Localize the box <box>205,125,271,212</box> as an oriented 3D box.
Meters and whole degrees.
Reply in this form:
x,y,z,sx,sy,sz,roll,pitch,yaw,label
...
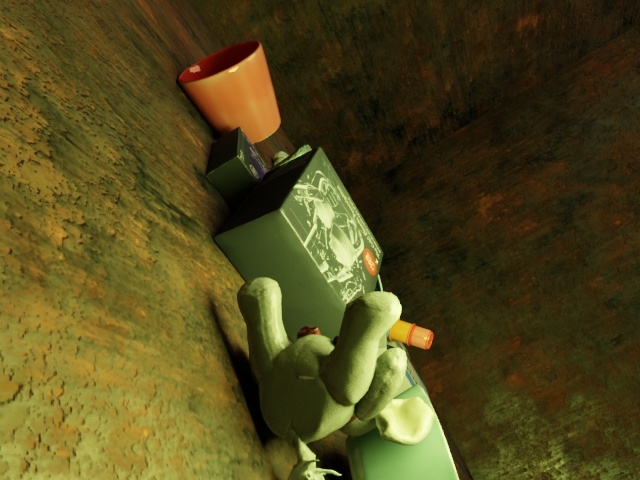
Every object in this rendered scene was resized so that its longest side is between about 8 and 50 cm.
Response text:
x,y,z,sx,sy,sz,roll,pitch,yaw,label
-0.210,-0.179,1.229,0.184,0.103,0.261,52,11,-29,box

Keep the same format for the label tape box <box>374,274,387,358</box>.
x,y,z,sx,sy,sz,roll,pitch,yaw,label
0.116,0.212,1.285,0.249,0.115,0.347,-97,179,-55,label tape box

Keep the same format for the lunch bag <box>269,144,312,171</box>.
x,y,z,sx,sy,sz,roll,pitch,yaw,label
-0.116,-0.232,1.589,0.107,0.224,0.279,55,15,-11,lunch bag

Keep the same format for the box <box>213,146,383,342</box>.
x,y,z,sx,sy,sz,roll,pitch,yaw,label
-0.023,0.016,1.048,0.343,0.179,0.312,57,31,-23,box

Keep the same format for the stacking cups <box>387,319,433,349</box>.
x,y,z,sx,sy,sz,roll,pitch,yaw,label
0.218,0.298,1.532,0.317,0.095,0.096,16,-18,30,stacking cups

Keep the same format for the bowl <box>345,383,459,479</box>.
x,y,z,sx,sy,sz,roll,pitch,yaw,label
0.144,0.437,0.820,0.311,0.163,0.311,166,-90,-90,bowl

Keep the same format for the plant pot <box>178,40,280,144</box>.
x,y,z,sx,sy,sz,roll,pitch,yaw,label
-0.255,-0.438,1.385,0.274,0.275,0.243,-109,175,-53,plant pot

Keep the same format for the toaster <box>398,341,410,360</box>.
x,y,z,sx,sy,sz,roll,pitch,yaw,label
0.280,0.464,1.820,0.146,0.129,0.226,-114,-177,-48,toaster

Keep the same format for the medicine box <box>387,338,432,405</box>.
x,y,z,sx,sy,sz,roll,pitch,yaw,label
0.252,0.491,1.511,0.263,0.149,0.289,59,7,-7,medicine box

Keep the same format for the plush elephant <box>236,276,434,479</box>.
x,y,z,sx,sy,sz,roll,pitch,yaw,label
0.035,0.229,0.741,0.255,0.272,0.329,16,72,-60,plush elephant

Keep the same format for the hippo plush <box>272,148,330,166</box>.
x,y,z,sx,sy,sz,roll,pitch,yaw,label
-0.077,-0.354,2.181,0.234,0.237,0.294,53,11,-43,hippo plush

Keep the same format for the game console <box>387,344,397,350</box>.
x,y,z,sx,sy,sz,roll,pitch,yaw,label
0.155,0.335,1.433,0.124,0.144,0.085,4,-67,61,game console
